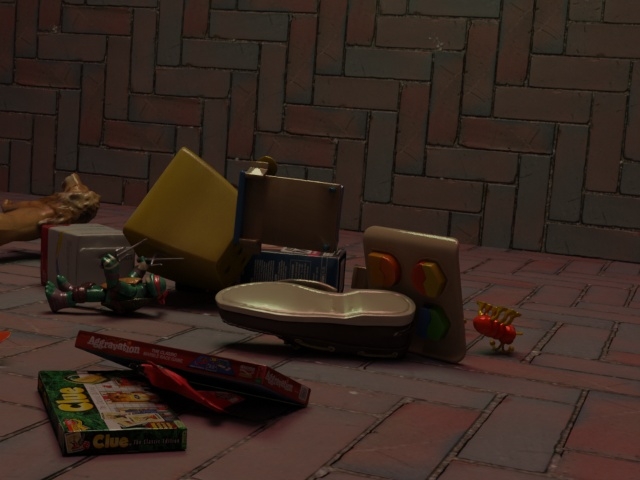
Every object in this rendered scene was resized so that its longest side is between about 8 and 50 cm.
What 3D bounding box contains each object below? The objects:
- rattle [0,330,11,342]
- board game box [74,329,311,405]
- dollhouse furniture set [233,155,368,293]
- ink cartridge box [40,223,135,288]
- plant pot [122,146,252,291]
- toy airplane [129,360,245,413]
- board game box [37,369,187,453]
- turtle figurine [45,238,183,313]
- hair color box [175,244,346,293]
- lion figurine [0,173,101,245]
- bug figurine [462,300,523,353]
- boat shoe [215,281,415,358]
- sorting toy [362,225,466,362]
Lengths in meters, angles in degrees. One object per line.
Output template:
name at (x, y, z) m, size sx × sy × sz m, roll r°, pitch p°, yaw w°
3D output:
rattle at (-0.551, 0.131, 1.417) m, size 0.199 × 0.130 × 0.143 m, roll 15°, pitch -37°, yaw -17°
board game box at (-0.166, 0.166, 1.293) m, size 0.281 × 0.027 × 0.145 m, roll 7°, pitch -17°, yaw 25°
dollhouse furniture set at (0.000, 0.000, 1.882) m, size 0.286 × 0.303 × 0.198 m, roll 6°, pitch 7°, yaw 13°
ink cartridge box at (-0.470, 0.038, 1.995) m, size 0.128 × 0.127 × 0.176 m, roll -2°, pitch 8°, yaw -38°
plant pot at (-0.234, -0.019, 1.966) m, size 0.187 × 0.212 × 0.212 m, roll 27°, pitch -19°, yaw 17°
toy airplane at (-0.166, 0.181, 1.219) m, size 0.151 × 0.028 × 0.151 m, roll 21°, pitch -11°, yaw 4°
board game box at (-0.255, 0.198, 1.176) m, size 0.136 × 0.030 × 0.259 m, roll 0°, pitch 8°, yaw -22°
turtle figurine at (-0.367, 0.076, 1.793) m, size 0.234 × 0.118 × 0.175 m, roll -11°, pitch -11°, yaw 2°
hair color box at (-0.125, 0.061, 2.145) m, size 0.347 × 0.105 × 0.174 m, roll 4°, pitch 6°, yaw 6°
lion figurine at (-0.719, -0.040, 2.339) m, size 0.240 × 0.142 × 0.392 m, roll -2°, pitch 19°, yaw 32°
bug figurine at (0.225, 0.126, 1.777) m, size 0.216 × 0.072 × 0.279 m, roll 24°, pitch -5°, yaw -21°
boat shoe at (-0.011, 0.134, 1.612) m, size 0.324 × 0.097 × 0.116 m, roll 3°, pitch 26°, yaw 1°
sorting toy at (0.149, 0.089, 1.631) m, size 0.193 × 0.208 × 0.038 m, roll 10°, pitch 21°, yaw 41°
